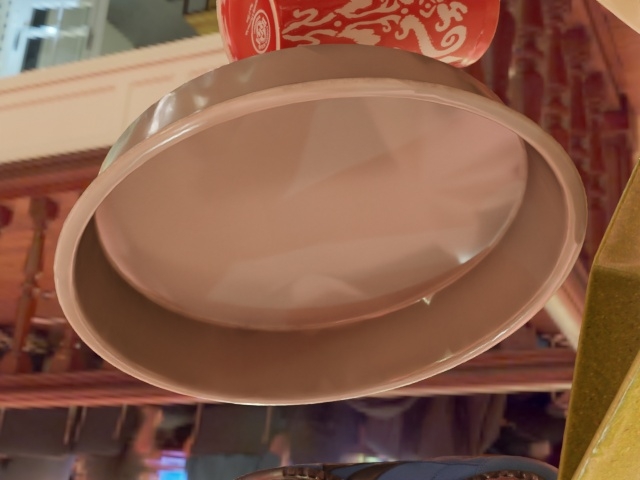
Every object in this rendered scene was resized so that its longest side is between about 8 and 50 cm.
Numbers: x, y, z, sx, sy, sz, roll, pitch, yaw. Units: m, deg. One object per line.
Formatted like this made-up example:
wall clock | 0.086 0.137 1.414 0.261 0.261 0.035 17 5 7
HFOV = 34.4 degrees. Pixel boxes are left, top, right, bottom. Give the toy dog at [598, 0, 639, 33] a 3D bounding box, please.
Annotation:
toy dog | 0.437 -0.287 0.731 0.395 0.408 0.284 32 -176 -23

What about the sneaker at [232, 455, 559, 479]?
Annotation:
sneaker | 0.046 0.160 0.598 0.209 0.069 0.082 -6 173 19

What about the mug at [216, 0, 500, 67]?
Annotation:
mug | 0.024 -0.146 0.723 0.169 0.150 0.113 -16 -150 -28

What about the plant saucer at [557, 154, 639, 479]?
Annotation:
plant saucer | 0.163 0.006 0.459 0.045 0.188 0.188 18 130 7

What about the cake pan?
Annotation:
cake pan | 0.000 0.000 0.587 0.293 0.054 0.293 -6 143 -4
